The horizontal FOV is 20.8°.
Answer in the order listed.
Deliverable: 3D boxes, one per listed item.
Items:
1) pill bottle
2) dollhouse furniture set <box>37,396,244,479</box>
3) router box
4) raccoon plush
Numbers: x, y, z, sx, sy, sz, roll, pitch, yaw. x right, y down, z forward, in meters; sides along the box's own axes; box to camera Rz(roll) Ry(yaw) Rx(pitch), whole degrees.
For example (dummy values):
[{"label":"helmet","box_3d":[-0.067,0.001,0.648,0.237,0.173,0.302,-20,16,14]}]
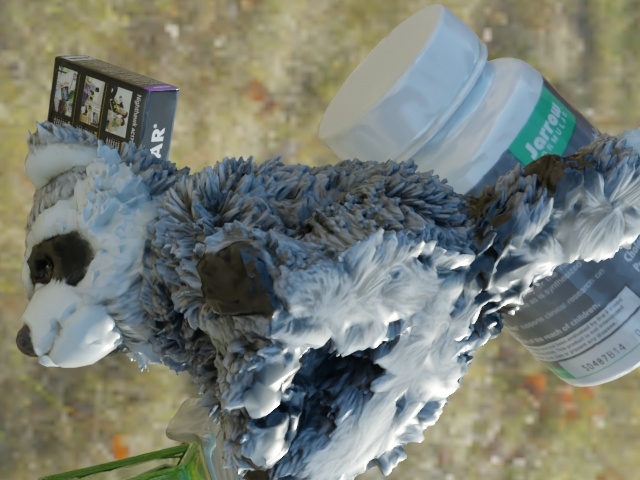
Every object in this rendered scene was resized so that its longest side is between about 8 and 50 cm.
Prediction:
[{"label":"pill bottle","box_3d":[0.183,-0.043,1.665,0.361,0.204,0.204,41,40,-16]},{"label":"dollhouse furniture set","box_3d":[-0.144,0.273,1.573,0.301,0.151,0.198,-61,135,-81]},{"label":"router box","box_3d":[-0.209,-0.076,1.679,0.046,0.133,0.179,-9,115,-50]},{"label":"raccoon plush","box_3d":[0.000,0.000,1.255,0.446,0.299,0.216,-16,127,-30]}]
